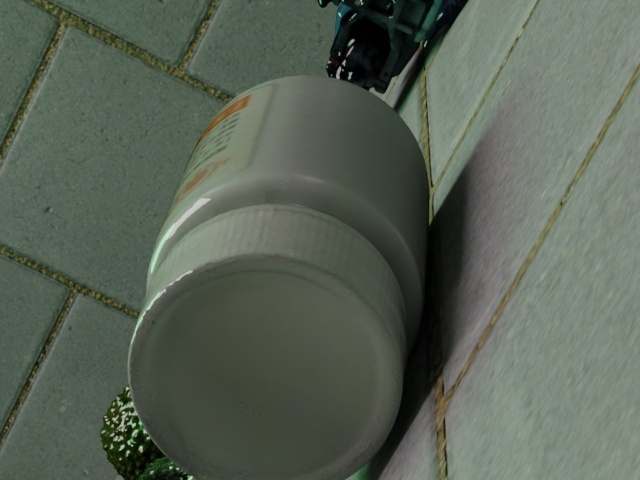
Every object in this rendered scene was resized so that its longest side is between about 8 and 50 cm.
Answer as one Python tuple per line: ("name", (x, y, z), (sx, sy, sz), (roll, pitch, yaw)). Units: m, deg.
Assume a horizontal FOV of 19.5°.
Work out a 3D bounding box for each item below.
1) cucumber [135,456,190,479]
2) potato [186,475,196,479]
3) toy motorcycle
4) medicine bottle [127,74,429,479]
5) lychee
("cucumber", (-0.120, 0.231, 1.780), (0.265, 0.077, 0.077), (-24, 37, 56))
("potato", (-0.039, 0.180, 1.559), (0.120, 0.081, 0.149), (-57, -13, 1))
("toy motorcycle", (0.111, -0.336, 2.192), (0.232, 0.172, 0.416), (-61, -7, -54))
("medicine bottle", (-0.023, 0.023, 1.437), (0.211, 0.211, 0.371), (-61, 7, 23))
("lychee", (-0.177, 0.221, 2.197), (0.171, 0.171, 0.171), (-62, 6, 12))
